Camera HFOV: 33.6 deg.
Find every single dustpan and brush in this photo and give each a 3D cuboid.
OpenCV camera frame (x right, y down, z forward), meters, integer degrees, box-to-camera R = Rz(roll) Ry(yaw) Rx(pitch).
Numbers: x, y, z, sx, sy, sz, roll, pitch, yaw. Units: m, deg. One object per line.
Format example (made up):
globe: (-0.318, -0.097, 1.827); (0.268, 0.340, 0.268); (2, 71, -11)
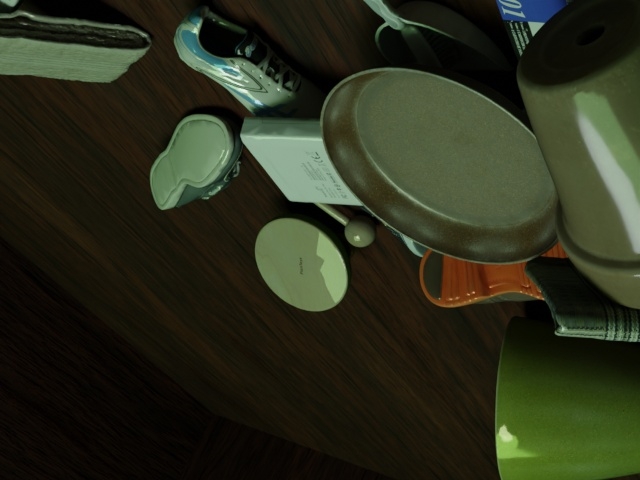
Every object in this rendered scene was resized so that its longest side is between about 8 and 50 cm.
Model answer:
dustpan and brush: (0.102, -0.231, 1.163); (0.147, 0.060, 0.211); (7, 151, 43)

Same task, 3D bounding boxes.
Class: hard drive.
hard drive: (0.072, -0.099, 1.409); (0.307, 0.040, 0.203); (4, 158, 21)

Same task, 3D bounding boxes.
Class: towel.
towel: (0.384, 0.069, 1.125); (0.312, 0.056, 0.324); (2, -171, 6)
towel: (-0.407, -0.280, 1.538); (0.282, 0.049, 0.187); (2, 173, -27)

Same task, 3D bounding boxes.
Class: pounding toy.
pounding toy: (0.000, 0.000, 1.815); (0.183, 0.110, 0.237); (36, 131, 9)

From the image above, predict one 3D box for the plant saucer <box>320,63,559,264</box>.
plant saucer: (0.146, -0.092, 1.222); (0.310, 0.050, 0.310); (25, 150, 16)

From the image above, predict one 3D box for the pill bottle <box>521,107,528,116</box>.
pill bottle: (0.248, -0.098, 1.261); (0.086, 0.086, 0.152); (24, 159, 9)

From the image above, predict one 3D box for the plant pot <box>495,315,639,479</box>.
plant pot: (0.446, 0.263, 1.670); (0.293, 0.275, 0.275); (2, 151, 20)

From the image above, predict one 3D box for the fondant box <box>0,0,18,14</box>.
fondant box: (-0.486, -0.416, 1.410); (0.238, 0.096, 0.330); (34, 158, -18)

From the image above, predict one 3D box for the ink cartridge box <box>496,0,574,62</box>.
ink cartridge box: (0.232, -0.223, 1.044); (0.097, 0.046, 0.207); (12, 154, 32)

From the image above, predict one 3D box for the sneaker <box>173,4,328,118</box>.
sneaker: (-0.081, -0.221, 1.388); (0.237, 0.085, 0.086); (30, 152, -15)

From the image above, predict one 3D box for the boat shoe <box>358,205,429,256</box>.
boat shoe: (0.106, -0.048, 1.593); (0.083, 0.065, 0.183); (9, 145, 42)

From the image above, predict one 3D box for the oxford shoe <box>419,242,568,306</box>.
oxford shoe: (0.312, 0.023, 1.474); (0.133, 0.130, 0.363); (2, 173, -43)

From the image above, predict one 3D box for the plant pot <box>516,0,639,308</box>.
plant pot: (0.299, -0.104, 0.961); (0.263, 0.263, 0.229); (0, 139, 51)

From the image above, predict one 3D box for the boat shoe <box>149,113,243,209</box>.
boat shoe: (-0.188, -0.133, 1.751); (0.099, 0.116, 0.319); (-11, 170, -30)
